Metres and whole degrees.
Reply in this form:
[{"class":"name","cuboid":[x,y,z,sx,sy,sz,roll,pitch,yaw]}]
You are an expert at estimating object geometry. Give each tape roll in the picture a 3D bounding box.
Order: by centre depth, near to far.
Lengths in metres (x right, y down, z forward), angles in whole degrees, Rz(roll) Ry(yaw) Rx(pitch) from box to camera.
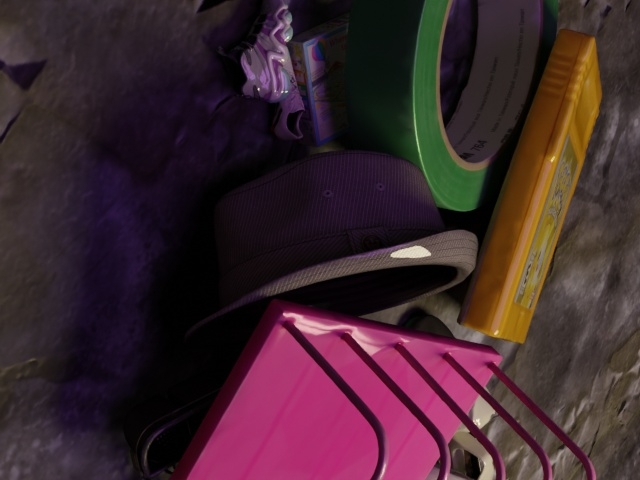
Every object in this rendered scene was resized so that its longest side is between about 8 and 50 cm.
[{"class":"tape roll","cuboid":[0.139,-0.192,1.127,0.321,0.077,0.321,-31,128,-51]}]

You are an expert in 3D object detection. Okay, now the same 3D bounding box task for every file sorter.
[{"class":"file sorter","cuboid":[0.061,0.203,0.958,0.290,0.182,0.202,15,111,-43]}]

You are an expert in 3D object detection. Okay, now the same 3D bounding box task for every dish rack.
[{"class":"dish rack","cuboid":[-0.069,0.227,1.057,0.208,0.074,0.272,-24,124,-26]}]

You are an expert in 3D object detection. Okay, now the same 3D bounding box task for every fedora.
[{"class":"fedora","cuboid":[0.000,0.000,1.011,0.275,0.244,0.124,-13,76,-7]}]

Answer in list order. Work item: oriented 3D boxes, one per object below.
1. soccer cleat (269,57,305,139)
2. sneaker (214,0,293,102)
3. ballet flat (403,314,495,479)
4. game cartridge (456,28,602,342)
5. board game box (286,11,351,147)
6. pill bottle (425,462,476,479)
[{"class":"soccer cleat","cuboid":[-0.029,-0.132,1.033,0.029,0.035,0.083,-17,115,-43]},{"class":"sneaker","cuboid":[-0.061,-0.170,0.986,0.069,0.038,0.098,-1,87,-32]},{"class":"ballet flat","cuboid":[0.159,0.214,1.313,0.095,0.096,0.281,-34,126,-35]},{"class":"game cartridge","cuboid":[0.246,-0.044,1.273,0.324,0.052,0.285,-70,163,0]},{"class":"board game box","cuboid":[0.034,-0.166,1.098,0.154,0.026,0.104,-30,124,-38]},{"class":"pill bottle","cuboid":[0.063,0.377,1.208,0.169,0.169,0.302,29,81,-48]}]
